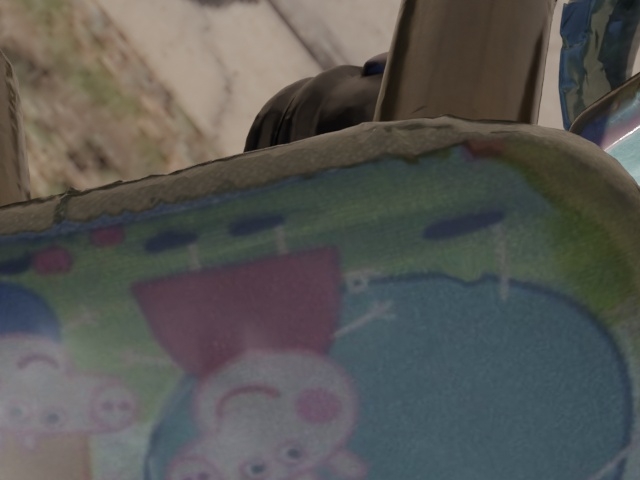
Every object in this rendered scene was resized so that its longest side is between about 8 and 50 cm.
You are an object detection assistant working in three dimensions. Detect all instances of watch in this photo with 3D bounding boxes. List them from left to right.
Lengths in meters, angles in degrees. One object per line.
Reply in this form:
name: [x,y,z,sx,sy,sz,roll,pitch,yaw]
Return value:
watch: [0.325,-0.202,1.667,0.253,0.162,0.241,-34,59,43]

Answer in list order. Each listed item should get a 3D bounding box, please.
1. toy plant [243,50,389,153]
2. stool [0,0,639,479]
toy plant: [0.000,0.000,0.989,0.235,0.218,0.175,-22,87,37]
stool: [-0.021,0.071,0.631,0.226,0.310,0.310,-83,-18,-60]
